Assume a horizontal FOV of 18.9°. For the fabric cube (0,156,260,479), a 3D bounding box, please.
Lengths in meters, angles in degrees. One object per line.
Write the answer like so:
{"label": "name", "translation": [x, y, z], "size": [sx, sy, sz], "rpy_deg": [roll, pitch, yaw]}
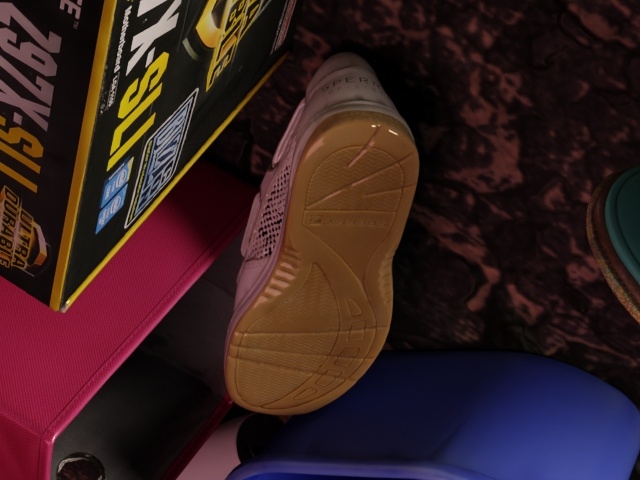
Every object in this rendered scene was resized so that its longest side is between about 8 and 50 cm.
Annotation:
{"label": "fabric cube", "translation": [-0.218, 0.062, 1.328], "size": [0.258, 0.254, 0.259], "rpy_deg": [28, 142, 14]}

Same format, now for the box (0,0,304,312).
{"label": "box", "translation": [-0.075, -0.148, 0.995], "size": [0.079, 0.257, 0.322], "rpy_deg": [32, 141, 10]}

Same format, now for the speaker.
{"label": "speaker", "translation": [-0.083, 0.169, 1.487], "size": [0.136, 0.055, 0.055], "rpy_deg": [-20, 114, 49]}

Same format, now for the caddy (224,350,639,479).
{"label": "caddy", "translation": [0.084, 0.212, 1.291], "size": [0.341, 0.179, 0.241], "rpy_deg": [-4, 126, 42]}

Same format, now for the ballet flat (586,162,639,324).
{"label": "ballet flat", "translation": [0.295, 0.077, 1.041], "size": [0.348, 0.123, 0.123], "rpy_deg": [28, 141, 15]}

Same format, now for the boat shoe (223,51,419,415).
{"label": "boat shoe", "translation": [0.000, 0.000, 1.222], "size": [0.098, 0.096, 0.277], "rpy_deg": [7, 134, -15]}
